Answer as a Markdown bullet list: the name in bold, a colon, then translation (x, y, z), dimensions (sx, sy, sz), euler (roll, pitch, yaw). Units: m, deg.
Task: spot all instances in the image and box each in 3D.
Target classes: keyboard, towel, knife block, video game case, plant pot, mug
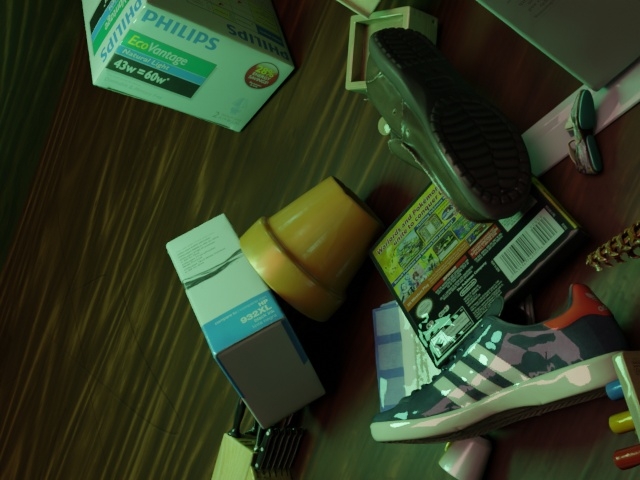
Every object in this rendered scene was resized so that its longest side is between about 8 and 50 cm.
- **keyboard**: translation (0.352, -0.164, 0.978), dimensions (0.256, 0.014, 0.072), euler (-41, 57, 33)
- **towel**: translation (0.193, 0.166, 1.041), dimensions (0.285, 0.034, 0.209), euler (-21, 64, 43)
- **knife block**: translation (-0.138, 0.405, 1.298), dimensions (0.275, 0.088, 0.242), euler (-41, 52, 33)
- **video game case**: translation (0.210, 0.006, 1.022), dimensions (0.275, 0.035, 0.248), euler (-50, 43, 22)
- **plant pot**: translation (0.000, 0.000, 1.193), dimensions (0.188, 0.205, 0.205), euler (-46, 48, 9)
- **mug**: translation (0.200, 0.293, 0.981), dimensions (0.078, 0.062, 0.064), euler (28, 93, 41)

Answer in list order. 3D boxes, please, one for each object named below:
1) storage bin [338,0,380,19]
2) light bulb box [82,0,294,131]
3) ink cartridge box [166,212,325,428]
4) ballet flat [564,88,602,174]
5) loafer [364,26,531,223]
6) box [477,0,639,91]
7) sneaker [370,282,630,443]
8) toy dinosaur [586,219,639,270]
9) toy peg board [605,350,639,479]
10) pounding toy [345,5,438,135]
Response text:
- **storage bin**: translation (0.014, -0.521, 1.187), dimensions (0.123, 0.260, 0.262), euler (-53, 14, 30)
- **light bulb box**: translation (-0.290, -0.471, 1.501), dimensions (0.225, 0.358, 0.361), euler (-42, 50, 34)
- **ink cartridge box**: translation (-0.134, 0.133, 1.229), dimensions (0.129, 0.223, 0.307), euler (-30, 42, -6)
- **ballet flat**: translation (0.346, -0.143, 0.943), dimensions (0.041, 0.041, 0.114), euler (-9, 87, 46)
- **loafer**: translation (0.174, -0.155, 1.020), dimensions (0.130, 0.133, 0.366), euler (107, 147, -49)
- **box**: translation (0.270, -0.367, 0.859), dimensions (0.168, 0.345, 0.215), euler (-42, 48, 31)
- **sneaker**: translation (0.211, 0.161, 0.905), dimensions (0.350, 0.131, 0.148), euler (-25, 64, 25)
- **toy dinosaur**: translation (0.458, -0.002, 0.751), dimensions (0.322, 0.164, 0.218), euler (-39, 36, 57)
- **toy peg board**: translation (0.371, 0.206, 0.754), dimensions (0.079, 0.161, 0.161), euler (-44, 49, 50)
- **pounding toy**: translation (0.140, -0.274, 1.184), dimensions (0.181, 0.094, 0.206), euler (7, 94, 43)
